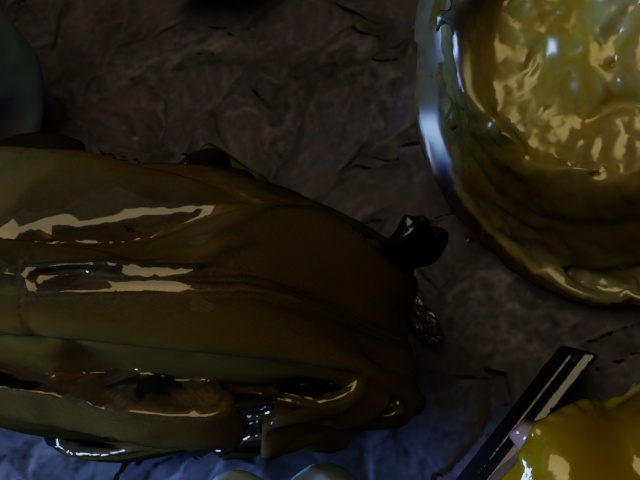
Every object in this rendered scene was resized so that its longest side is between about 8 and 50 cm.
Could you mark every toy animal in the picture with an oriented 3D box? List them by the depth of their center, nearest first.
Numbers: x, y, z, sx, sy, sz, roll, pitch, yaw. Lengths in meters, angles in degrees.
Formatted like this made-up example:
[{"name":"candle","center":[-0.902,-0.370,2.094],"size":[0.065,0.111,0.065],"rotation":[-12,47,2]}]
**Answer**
[{"name":"toy animal","center":[0.201,0.148,1.192],"size":[0.230,0.156,0.156],"rotation":[-27,61,3]}]

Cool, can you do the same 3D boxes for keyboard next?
[{"name":"keyboard","center":[0.108,0.150,1.277],"size":[0.011,0.067,0.202],"rotation":[40,83,-9]}]

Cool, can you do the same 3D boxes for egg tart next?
[{"name":"egg tart","center":[0.199,-0.124,1.274],"size":[0.345,0.132,0.345],"rotation":[0,90,25]}]

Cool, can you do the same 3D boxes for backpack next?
[{"name":"backpack","center":[-0.108,0.041,1.248],"size":[0.378,0.353,0.201],"rotation":[3,82,20]}]

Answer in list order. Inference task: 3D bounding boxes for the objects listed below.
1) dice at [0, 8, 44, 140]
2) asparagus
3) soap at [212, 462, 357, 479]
[{"name":"dice","center":[-0.384,-0.100,1.435],"size":[0.264,0.268,0.262],"rotation":[28,80,26]},{"name":"asparagus","center":[0.000,0.000,1.398],"size":[0.248,0.024,0.025],"rotation":[37,125,28]},{"name":"soap","center":[0.067,0.358,1.106],"size":[0.446,0.156,0.261],"rotation":[38,104,26]}]
